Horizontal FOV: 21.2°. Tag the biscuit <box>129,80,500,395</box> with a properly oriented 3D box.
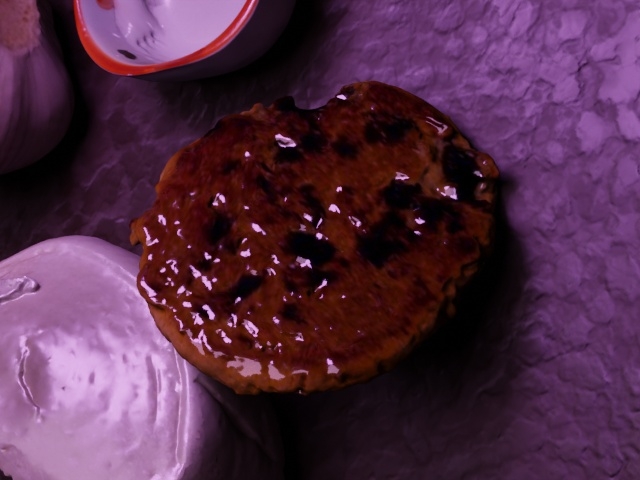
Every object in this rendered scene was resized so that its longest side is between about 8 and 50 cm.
[{"bbox_3d":[-0.003,-0.002,1.487,0.289,0.081,0.334,36,62,24],"label":"biscuit"}]

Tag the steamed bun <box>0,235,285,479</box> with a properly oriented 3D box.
[{"bbox_3d":[-0.196,0.134,1.581,0.383,0.247,0.236,32,79,31],"label":"steamed bun"}]

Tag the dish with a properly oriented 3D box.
[{"bbox_3d":[-0.118,-0.265,1.677,0.256,0.117,0.256,-8,76,33],"label":"dish"}]

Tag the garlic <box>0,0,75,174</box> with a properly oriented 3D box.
[{"bbox_3d":[-0.415,-0.192,1.747,0.259,0.317,0.317,-45,59,32],"label":"garlic"}]
